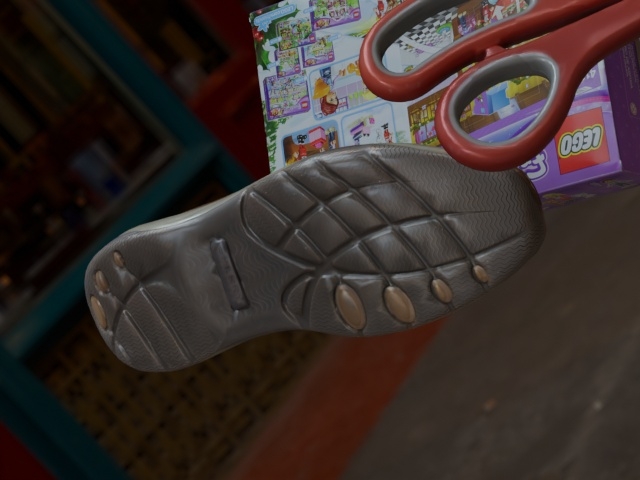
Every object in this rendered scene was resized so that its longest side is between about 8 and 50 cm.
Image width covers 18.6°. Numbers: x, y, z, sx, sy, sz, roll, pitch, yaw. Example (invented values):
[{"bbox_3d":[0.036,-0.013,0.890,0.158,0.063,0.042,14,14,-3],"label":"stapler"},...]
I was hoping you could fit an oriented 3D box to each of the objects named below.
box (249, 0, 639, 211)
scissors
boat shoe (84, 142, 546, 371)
[{"bbox_3d":[0.088,-0.107,1.410,0.293,0.200,0.057,-15,-15,35],"label":"box"},{"bbox_3d":[0.161,-0.129,0.942,0.297,0.109,0.021,-30,-32,-9],"label":"scissors"},{"bbox_3d":[0.000,0.000,1.260,0.324,0.123,0.116,-10,9,30],"label":"boat shoe"}]
